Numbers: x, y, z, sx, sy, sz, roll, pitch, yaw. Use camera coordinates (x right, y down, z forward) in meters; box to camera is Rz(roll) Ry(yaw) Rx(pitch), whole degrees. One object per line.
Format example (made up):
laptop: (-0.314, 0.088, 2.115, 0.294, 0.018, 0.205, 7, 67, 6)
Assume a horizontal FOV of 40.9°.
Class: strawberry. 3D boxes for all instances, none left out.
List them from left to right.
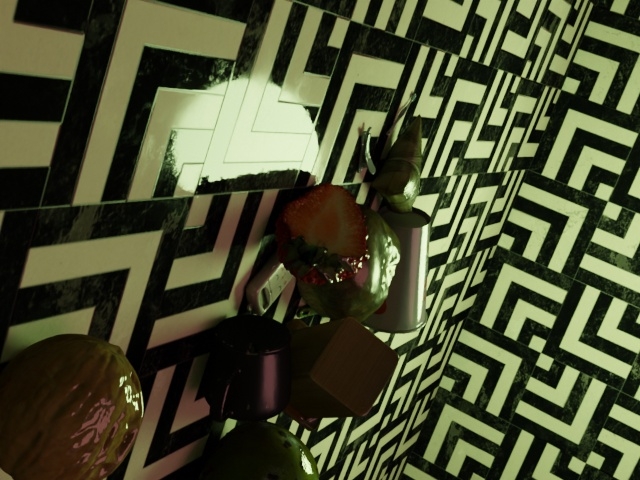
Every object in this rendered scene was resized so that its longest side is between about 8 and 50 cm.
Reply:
strawberry: (0.000, 0.000, 1.660, 0.286, 0.188, 0.106, -70, -177, -56)

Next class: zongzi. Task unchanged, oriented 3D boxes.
zongzi: (0.206, -0.175, 2.047, 0.205, 0.094, 0.204, 50, 59, -70)

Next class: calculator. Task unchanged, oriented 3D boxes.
calculator: (-0.094, 0.074, 1.710, 0.175, 0.032, 0.100, -52, 155, -27)

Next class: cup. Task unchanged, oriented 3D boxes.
cup: (-0.141, 0.247, 1.601, 0.223, 0.169, 0.177, -41, 144, -64)
cup: (0.193, 0.066, 2.169, 0.203, 0.203, 0.288, -35, 138, -51)

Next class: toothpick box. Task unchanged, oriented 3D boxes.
toothpick box: (0.013, 0.270, 1.772, 0.187, 0.190, 0.308, -53, -169, -22)

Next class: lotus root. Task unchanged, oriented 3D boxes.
lotus root: (0.076, 0.039, 1.907, 0.267, 0.149, 0.260, -65, 157, -12)

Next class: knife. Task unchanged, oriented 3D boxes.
knife: (-0.011, 0.170, 2.021, 0.212, 0.015, 0.054, 2, 113, -67)

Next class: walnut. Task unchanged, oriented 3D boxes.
walnut: (-0.335, 0.225, 1.136, 0.213, 0.213, 0.213, -48, 153, -35)

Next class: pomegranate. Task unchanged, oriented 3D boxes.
pomegranate: (-0.116, 0.547, 1.792, 0.291, 0.323, 0.291, -36, 154, -21)

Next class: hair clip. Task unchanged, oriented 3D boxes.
hair clip: (0.104, -0.193, 1.861, 0.030, 0.039, 0.115, -53, 154, -40)

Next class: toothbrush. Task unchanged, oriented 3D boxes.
toothbrush: (0.187, -0.290, 1.974, 0.131, 0.011, 0.013, -56, 169, -20)
